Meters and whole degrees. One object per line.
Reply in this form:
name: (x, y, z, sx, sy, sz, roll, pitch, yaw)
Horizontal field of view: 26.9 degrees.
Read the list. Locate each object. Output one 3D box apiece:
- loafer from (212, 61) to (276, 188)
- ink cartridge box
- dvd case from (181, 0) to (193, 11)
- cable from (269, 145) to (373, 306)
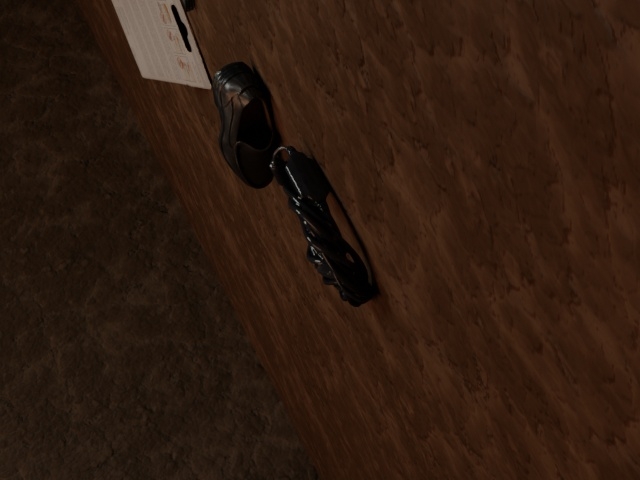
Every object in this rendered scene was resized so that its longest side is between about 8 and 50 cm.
loafer: (-0.078, -0.115, 1.484, 0.061, 0.062, 0.170, 52, 165, 41)
ink cartridge box: (-0.215, -0.309, 1.877, 0.224, 0.056, 0.181, 15, 131, 54)
dvd case: (-0.177, -0.339, 1.631, 0.119, 0.013, 0.087, 108, 138, -75)
cable: (0.000, 0.000, 1.359, 0.184, 0.047, 0.151, 60, 169, 33)
